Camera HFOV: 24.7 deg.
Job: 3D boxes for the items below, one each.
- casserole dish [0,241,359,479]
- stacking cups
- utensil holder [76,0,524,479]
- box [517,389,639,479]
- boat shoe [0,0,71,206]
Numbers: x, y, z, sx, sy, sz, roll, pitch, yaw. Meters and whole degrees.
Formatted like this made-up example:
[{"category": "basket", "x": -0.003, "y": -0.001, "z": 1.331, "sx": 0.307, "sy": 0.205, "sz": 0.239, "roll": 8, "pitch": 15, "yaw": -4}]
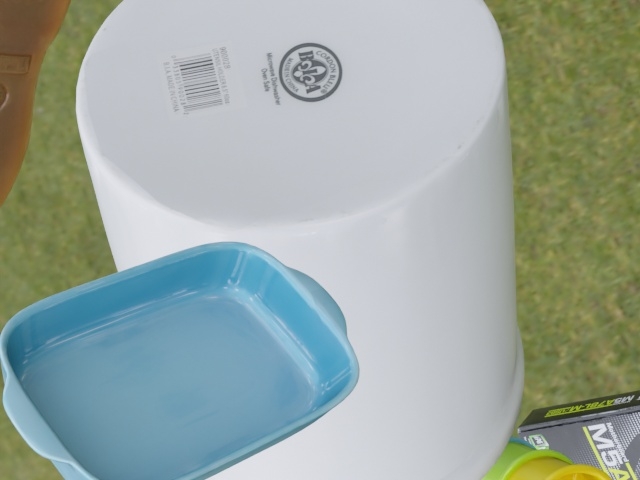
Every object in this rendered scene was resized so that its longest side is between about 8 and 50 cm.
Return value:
[{"category": "casserole dish", "x": -0.067, "y": 0.065, "z": 0.695, "sx": 0.114, "sy": 0.188, "sz": 0.037, "roll": 48, "pitch": 135, "yaw": 23}, {"category": "stacking cups", "x": 0.164, "y": 0.221, "z": 1.358, "sx": 0.316, "sy": 0.096, "sz": 0.096, "roll": -167, "pitch": 62, "yaw": -72}, {"category": "utensil holder", "x": 0.000, "y": 0.000, "z": 1.152, "sx": 0.327, "sy": 0.327, "sz": 0.385, "roll": 37, "pitch": 153, "yaw": 31}, {"category": "box", "x": 0.319, "y": 0.247, "z": 1.486, "sx": 0.184, "sy": 0.045, "sz": 0.191, "roll": -16, "pitch": 106, "yaw": 44}, {"category": "boat shoe", "x": -0.177, "y": -0.083, "z": 0.715, "sx": 0.073, "sy": 0.073, "sz": 0.207, "roll": 45, "pitch": 113, "yaw": 42}]
